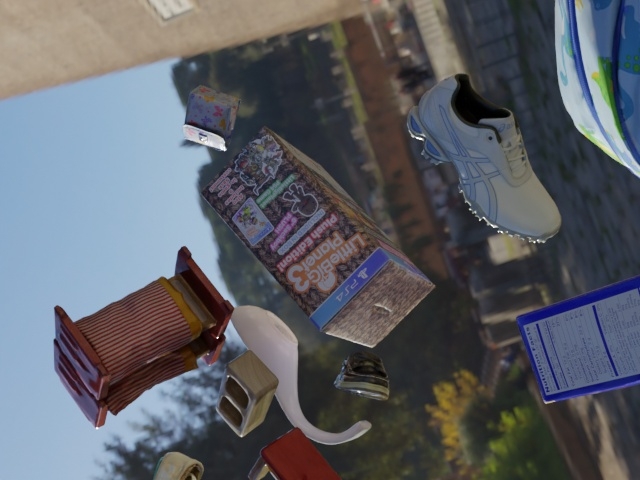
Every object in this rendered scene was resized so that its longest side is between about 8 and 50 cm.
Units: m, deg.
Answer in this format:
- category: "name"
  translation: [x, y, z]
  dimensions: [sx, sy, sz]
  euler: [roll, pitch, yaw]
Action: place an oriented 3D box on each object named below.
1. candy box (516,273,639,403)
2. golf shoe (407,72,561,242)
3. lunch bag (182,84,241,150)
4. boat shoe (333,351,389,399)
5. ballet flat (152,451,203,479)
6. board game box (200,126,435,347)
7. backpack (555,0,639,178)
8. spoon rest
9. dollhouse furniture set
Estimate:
- category: "candy box"
  translation: [0.429, 0.085, 1.238]
  dimensions: [0.317, 0.268, 0.122]
  euler: [-30, 72, 59]
- category: "golf shoe"
  translation: [0.158, -0.075, 0.986]
  dimensions: [0.176, 0.069, 0.086]
  euler: [44, 145, 4]
- category: "lunch bag"
  translation: [-0.163, -0.177, 1.619]
  dimensions: [0.053, 0.071, 0.083]
  euler: [-57, -13, -58]
- category: "boat shoe"
  translation: [0.045, 0.146, 1.205]
  dimensions: [0.152, 0.056, 0.049]
  euler: [159, 127, -78]
- category: "ballet flat"
  translation: [-0.231, 0.429, 1.603]
  dimensions: [0.086, 0.086, 0.248]
  euler: [61, -141, -54]
- category: "board game box"
  translation: [0.000, 0.000, 1.642]
  dimensions: [0.291, 0.141, 0.232]
  euler: [48, -172, 23]
- category: "backpack"
  translation: [0.294, -0.198, 0.745]
  dimensions: [0.273, 0.290, 0.355]
  euler: [-112, 31, -58]
- category: "spoon rest"
  translation: [-0.046, 0.205, 1.653]
  dimensions: [0.276, 0.084, 0.137]
  euler: [47, -173, 18]
- category: "dollhouse furniture set"
  translation: [-0.153, 0.213, 1.377]
  dimensions: [0.374, 0.201, 0.152]
  euler: [48, 146, 21]
